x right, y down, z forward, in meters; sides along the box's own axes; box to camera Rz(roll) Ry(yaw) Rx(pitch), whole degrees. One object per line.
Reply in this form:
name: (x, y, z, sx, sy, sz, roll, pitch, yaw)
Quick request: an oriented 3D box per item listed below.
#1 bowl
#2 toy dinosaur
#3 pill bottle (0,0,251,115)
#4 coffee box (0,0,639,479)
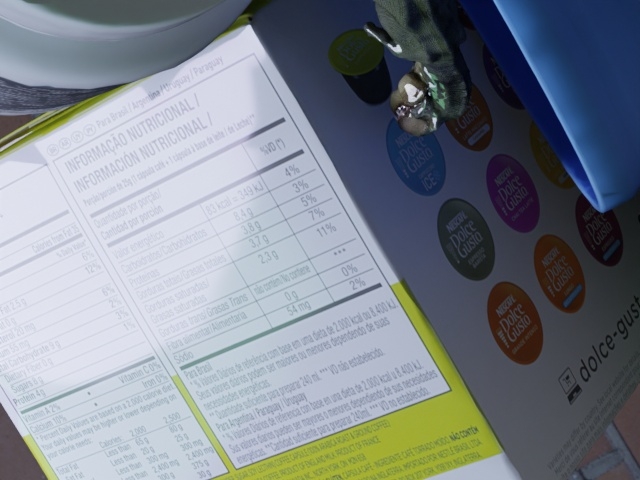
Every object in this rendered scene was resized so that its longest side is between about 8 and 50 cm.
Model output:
bowl: (0.075, -0.199, 1.015, 0.391, 0.077, 0.391, 58, -176, -7)
toy dinosaur: (0.027, -0.150, 0.989, 0.118, 0.064, 0.268, 58, 179, 27)
pill bottle: (-0.129, -0.167, 0.943, 0.204, 0.204, 0.361, 58, 167, -9)
coffee box: (0.000, 0.000, 1.315, 0.334, 0.338, 0.337, 59, -142, -8)
